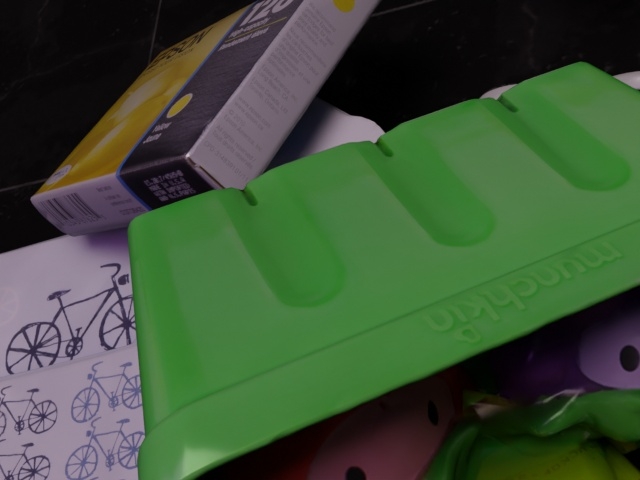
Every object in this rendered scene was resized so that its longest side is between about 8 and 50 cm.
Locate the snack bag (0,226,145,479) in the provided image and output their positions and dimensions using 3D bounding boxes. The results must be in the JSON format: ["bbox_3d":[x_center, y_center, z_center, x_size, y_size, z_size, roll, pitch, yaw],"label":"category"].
[{"bbox_3d":[-0.277,0.128,0.794,0.323,0.037,0.342,-14,54,16],"label":"snack bag"}]

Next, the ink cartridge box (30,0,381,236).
[{"bbox_3d":[-0.094,-0.144,0.767,0.304,0.072,0.307,-8,45,52],"label":"ink cartridge box"}]

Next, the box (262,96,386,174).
[{"bbox_3d":[0.000,0.000,0.698,0.182,0.119,0.181,-48,52,-10],"label":"box"}]

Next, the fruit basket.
[{"bbox_3d":[0.104,0.129,0.453,0.392,0.283,0.392,0,54,0],"label":"fruit basket"}]

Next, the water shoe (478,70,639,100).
[{"bbox_3d":[0.226,-0.087,0.695,0.203,0.073,0.080,0,79,31],"label":"water shoe"}]
